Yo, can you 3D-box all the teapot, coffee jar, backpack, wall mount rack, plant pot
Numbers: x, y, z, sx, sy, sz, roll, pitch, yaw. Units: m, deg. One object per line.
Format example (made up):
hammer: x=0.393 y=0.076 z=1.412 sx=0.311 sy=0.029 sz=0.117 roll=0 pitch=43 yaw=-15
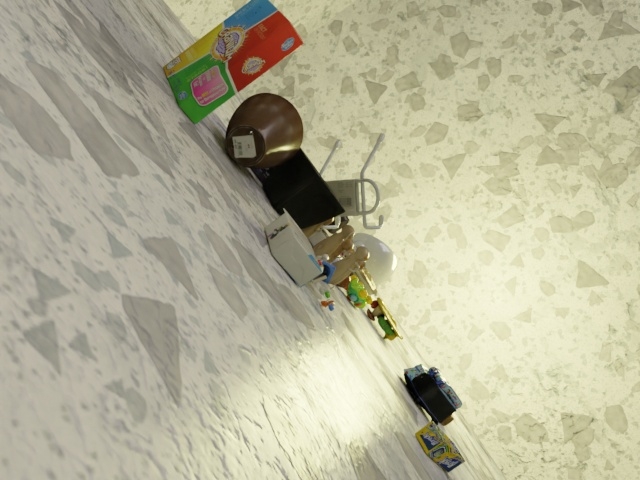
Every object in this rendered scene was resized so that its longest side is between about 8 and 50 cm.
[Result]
teapot: x=0.182 y=0.107 z=2.410 sx=0.256 sy=0.187 sz=0.252 roll=38 pitch=-21 yaw=-6
coffee jar: x=0.023 y=-0.118 z=2.114 sx=0.184 sy=0.096 sz=0.079 roll=54 pitch=7 yaw=5
backpack: x=0.339 y=0.458 z=1.812 sx=0.158 sy=0.117 sz=0.173 roll=53 pitch=2 yaw=-28
wall mount rack: x=0.093 y=-0.187 z=1.883 sx=0.130 sy=0.350 sz=0.304 roll=-5 pitch=95 yaw=-43
plant pot: x=-0.063 y=-0.144 z=1.756 sx=0.188 sy=0.167 sz=0.187 roll=49 pitch=8 yaw=-44
plant pot: x=-0.174 y=-0.281 z=1.593 sx=0.215 sy=0.215 sz=0.230 roll=54 pitch=20 yaw=-11

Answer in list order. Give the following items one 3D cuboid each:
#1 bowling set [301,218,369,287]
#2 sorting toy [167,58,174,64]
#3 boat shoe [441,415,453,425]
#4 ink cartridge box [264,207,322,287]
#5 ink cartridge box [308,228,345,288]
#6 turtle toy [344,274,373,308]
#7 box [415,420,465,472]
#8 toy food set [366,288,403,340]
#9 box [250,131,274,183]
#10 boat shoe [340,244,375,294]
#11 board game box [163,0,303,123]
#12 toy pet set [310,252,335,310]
bowling set: x=0.069 y=0.043 z=1.819 sx=0.200 sy=0.154 sz=0.287 roll=49 pitch=7 yaw=-48
sorting toy: x=-0.390 y=-0.478 z=1.617 sx=0.061 sy=0.042 sz=0.102 roll=51 pitch=6 yaw=-34
boat shoe: x=0.420 y=0.595 z=2.014 sx=0.059 sy=0.063 sz=0.170 roll=54 pitch=-6 yaw=33
ink cartridge box: x=-0.063 y=0.012 z=1.265 sx=0.104 sy=0.061 sz=0.181 roll=53 pitch=5 yaw=-25
ink cartridge box: x=0.000 y=0.000 z=2.037 sx=0.371 sy=0.069 sz=0.176 roll=58 pitch=5 yaw=18
turtle toy: x=0.124 y=0.181 z=1.926 sx=0.130 sy=0.066 sz=0.095 roll=50 pitch=6 yaw=-48
box: x=0.286 y=0.494 z=1.383 sx=0.169 sy=0.054 sz=0.059 roll=49 pitch=7 yaw=-45
toy food set: x=0.223 y=0.285 z=2.149 sx=0.218 sy=0.071 sz=0.128 roll=59 pitch=9 yaw=-1
box: x=-0.149 y=-0.268 z=1.923 sx=0.163 sy=0.142 sz=0.247 roll=51 pitch=6 yaw=-33
boat shoe: x=0.110 y=0.104 z=2.185 sx=0.285 sy=0.092 sz=0.103 roll=55 pitch=17 yaw=-26
board game box: x=-0.221 y=-0.447 z=1.409 sx=0.064 sy=0.316 sz=0.242 roll=50 pitch=5 yaw=-43
toy pet set: x=0.016 y=0.084 z=1.334 sx=0.114 sy=0.065 sz=0.122 roll=18 pitch=-55 yaw=65
